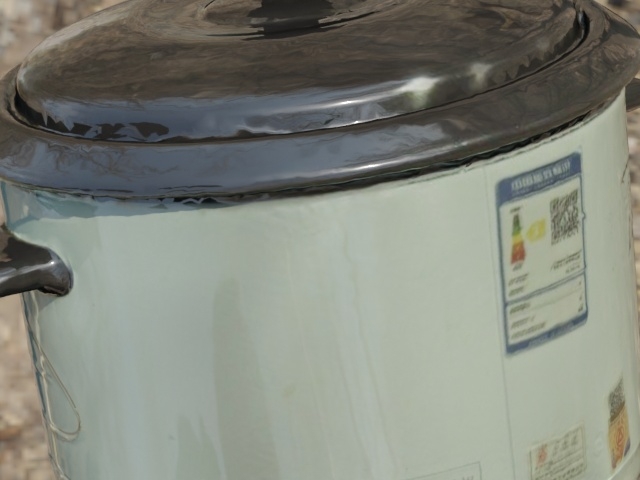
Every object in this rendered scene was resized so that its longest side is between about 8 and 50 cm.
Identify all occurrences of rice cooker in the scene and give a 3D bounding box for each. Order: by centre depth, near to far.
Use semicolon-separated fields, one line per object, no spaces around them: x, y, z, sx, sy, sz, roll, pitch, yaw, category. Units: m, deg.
0.000;0.000;0.685;0.241;0.280;0.227;28;130;58;rice cooker
